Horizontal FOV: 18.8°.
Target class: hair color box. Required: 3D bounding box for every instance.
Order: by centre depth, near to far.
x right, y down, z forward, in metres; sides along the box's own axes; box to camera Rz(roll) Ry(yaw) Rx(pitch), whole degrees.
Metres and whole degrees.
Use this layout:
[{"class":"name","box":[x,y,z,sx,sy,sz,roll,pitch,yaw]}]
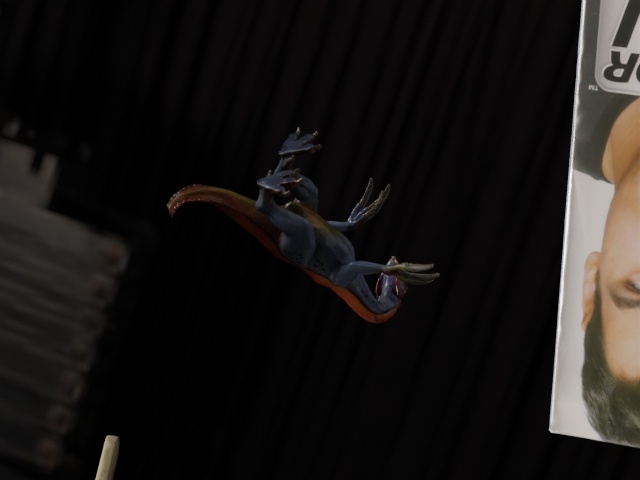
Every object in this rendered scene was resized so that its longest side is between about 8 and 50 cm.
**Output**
[{"class":"hair color box","box":[0.263,-0.049,1.243,0.185,0.374,0.113,9,-162,22]}]

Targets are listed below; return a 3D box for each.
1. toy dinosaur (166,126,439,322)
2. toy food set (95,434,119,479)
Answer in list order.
[{"class":"toy dinosaur","box":[0.000,0.000,0.718,0.090,0.082,0.047,-8,-142,14]},{"class":"toy food set","box":[-0.096,0.202,1.020,0.038,0.192,0.132,5,-131,5]}]
